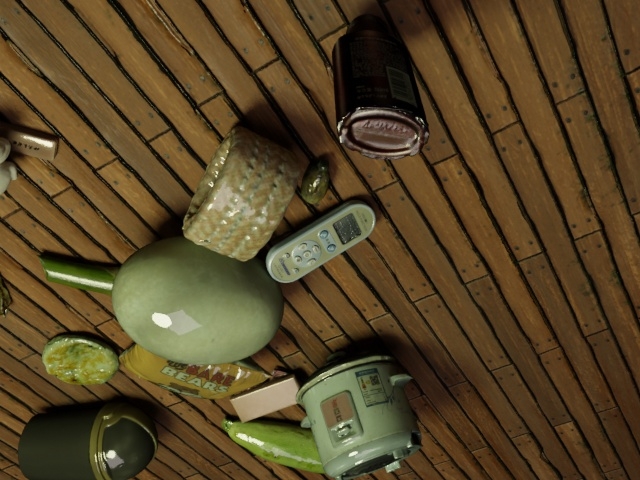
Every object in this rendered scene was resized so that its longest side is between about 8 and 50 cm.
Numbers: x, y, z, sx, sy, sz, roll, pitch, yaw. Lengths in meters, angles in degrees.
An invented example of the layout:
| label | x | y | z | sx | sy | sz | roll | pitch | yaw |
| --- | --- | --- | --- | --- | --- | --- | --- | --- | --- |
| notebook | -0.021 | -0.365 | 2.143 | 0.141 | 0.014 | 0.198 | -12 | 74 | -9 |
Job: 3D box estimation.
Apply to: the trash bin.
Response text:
| label | x | y | z | sx | sy | sz | roll | pitch | yaw |
| --- | --- | --- | --- | --- | --- | --- | --- | --- | --- |
| trash bin | -0.590 | 0.533 | 1.658 | 0.333 | 0.214 | 0.214 | -4 | 130 | 8 |

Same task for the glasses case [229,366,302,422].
| label | x | y | z | sx | sy | sz | roll | pitch | yaw |
| --- | --- | --- | --- | --- | --- | --- | --- | --- | --- |
| glasses case | -0.138 | 0.384 | 1.638 | 0.193 | 0.070 | 0.102 | -22 | 107 | 10 |

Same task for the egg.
| label | x | y | z | sx | sy | sz | roll | pitch | yaw |
| --- | --- | --- | --- | --- | --- | --- | --- | --- | --- |
| egg | -0.240 | 0.120 | 1.280 | 0.352 | 0.258 | 0.258 | 17 | 128 | -25 |

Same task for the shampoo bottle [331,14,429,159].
| label | x | y | z | sx | sy | sz | roll | pitch | yaw |
| --- | --- | --- | --- | --- | --- | --- | --- | --- | --- |
| shampoo bottle | 0.079 | -0.241 | 0.946 | 0.129 | 0.323 | 0.084 | 5 | 130 | -6 |

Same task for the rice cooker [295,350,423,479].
| label | x | y | z | sx | sy | sz | roll | pitch | yaw |
| --- | --- | --- | --- | --- | --- | --- | --- | --- | --- |
| rice cooker | 0.089 | 0.405 | 1.516 | 0.316 | 0.317 | 0.264 | -29 | 150 | 22 |

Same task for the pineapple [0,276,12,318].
| label | x | y | z | sx | sy | sz | roll | pitch | yaw |
| --- | --- | --- | --- | --- | --- | --- | --- | --- | --- |
| pineapple | -0.745 | 0.109 | 1.343 | 0.114 | 0.186 | 0.236 | 2 | 173 | -9 |

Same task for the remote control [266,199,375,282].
| label | x | y | z | sx | sy | sz | roll | pitch | yaw |
| --- | --- | --- | --- | --- | --- | --- | --- | --- | --- |
| remote control | 0.000 | 0.000 | 1.281 | 0.244 | 0.047 | 0.087 | -31 | 118 | -4 |

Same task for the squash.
| label | x | y | z | sx | sy | sz | roll | pitch | yaw |
| --- | --- | --- | --- | --- | --- | --- | --- | --- | --- |
| squash | -0.096 | 0.563 | 1.756 | 0.370 | 0.118 | 0.118 | 16 | 128 | -12 |

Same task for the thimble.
| label | x | y | z | sx | sy | sz | roll | pitch | yaw |
| --- | --- | --- | --- | --- | --- | --- | --- | --- | --- |
| thimble | -0.142 | -0.080 | 1.153 | 0.148 | 0.196 | 0.229 | 25 | 99 | -18 |

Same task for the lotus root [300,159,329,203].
| label | x | y | z | sx | sy | sz | roll | pitch | yaw |
| --- | --- | --- | --- | --- | --- | --- | --- | --- | --- |
| lotus root | -0.010 | -0.115 | 1.226 | 0.049 | 0.054 | 0.099 | -2 | 135 | -27 |

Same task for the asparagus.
| label | x | y | z | sx | sy | sz | roll | pitch | yaw |
| --- | --- | --- | --- | --- | --- | --- | --- | --- | --- |
| asparagus | -0.476 | 0.086 | 1.380 | 0.277 | 0.060 | 0.067 | 11 | 117 | -11 |

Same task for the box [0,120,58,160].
| label | x | y | z | sx | sy | sz | roll | pitch | yaw |
| --- | --- | --- | --- | --- | --- | --- | --- | --- | --- |
| box | -0.548 | -0.184 | 1.174 | 0.115 | 0.025 | 0.048 | 16 | 129 | -15 |

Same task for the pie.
| label | x | y | z | sx | sy | sz | roll | pitch | yaw |
| --- | --- | --- | --- | --- | --- | --- | --- | --- | --- |
| pie | -0.590 | 0.295 | 1.566 | 0.186 | 0.041 | 0.187 | -1 | 130 | -1 |

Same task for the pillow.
| label | x | y | z | sx | sy | sz | roll | pitch | yaw |
| --- | --- | --- | --- | --- | --- | --- | --- | --- | --- |
| pillow | -0.306 | 0.295 | 1.492 | 0.310 | 0.119 | 0.312 | 26 | 150 | -18 |

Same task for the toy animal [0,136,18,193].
| label | x | y | z | sx | sy | sz | roll | pitch | yaw |
| --- | --- | --- | --- | --- | --- | --- | --- | --- | --- |
| toy animal | -0.713 | -0.132 | 1.134 | 0.325 | 0.154 | 0.208 | 10 | 120 | 0 |
